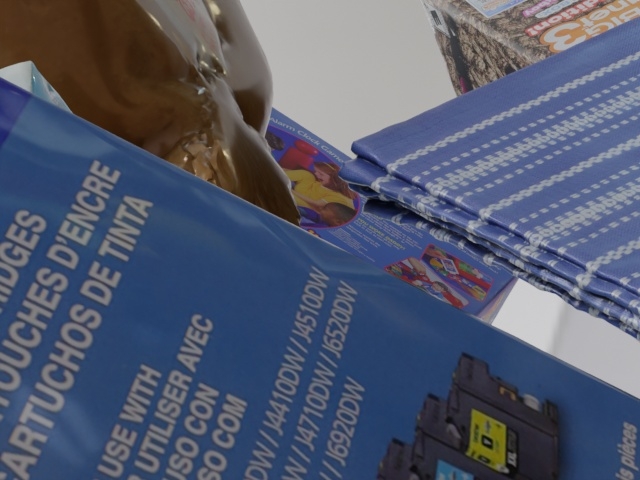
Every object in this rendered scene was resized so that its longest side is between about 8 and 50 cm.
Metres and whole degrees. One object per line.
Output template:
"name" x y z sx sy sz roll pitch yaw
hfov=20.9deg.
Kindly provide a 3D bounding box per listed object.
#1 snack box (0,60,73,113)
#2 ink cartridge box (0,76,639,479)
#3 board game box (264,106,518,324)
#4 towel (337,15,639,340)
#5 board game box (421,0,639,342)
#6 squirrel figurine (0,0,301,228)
"snack box" -0.071 0.095 0.758 0.322 0.060 0.187 55 -157 -48
"ink cartridge box" -0.069 0.124 0.487 0.395 0.270 0.151 28 -140 -6
"board game box" 0.000 0.000 1.675 0.233 0.347 0.078 -35 -24 -59
"towel" 0.195 -0.023 0.827 0.243 0.336 0.040 -26 -56 -27
"board game box" 0.216 -0.081 1.233 0.141 0.291 0.232 -27 -63 -7
"squirrel figurine" -0.213 -0.007 1.004 0.397 0.370 0.281 62 -165 22
